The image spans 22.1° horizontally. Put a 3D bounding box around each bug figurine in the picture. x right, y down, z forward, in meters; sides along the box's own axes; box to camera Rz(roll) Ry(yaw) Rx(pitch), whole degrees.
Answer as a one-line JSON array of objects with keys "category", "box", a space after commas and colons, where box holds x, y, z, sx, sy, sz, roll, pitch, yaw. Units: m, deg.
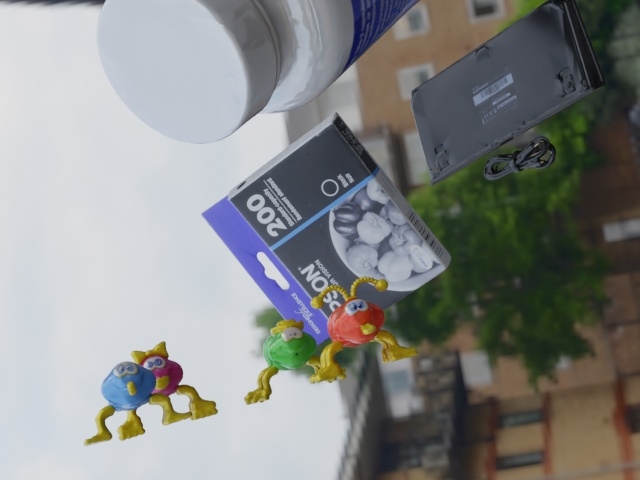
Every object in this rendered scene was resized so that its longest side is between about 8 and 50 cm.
[{"category": "bug figurine", "box": [-0.072, 0.102, 1.355, 0.216, 0.279, 0.072, 141, 114, -74]}]

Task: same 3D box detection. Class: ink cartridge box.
[{"category": "ink cartridge box", "box": [0.000, 0.000, 1.802, 0.206, 0.208, 0.045, 51, -156, -8]}]

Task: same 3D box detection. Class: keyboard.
[{"category": "keyboard", "box": [0.138, -0.096, 1.211, 0.023, 0.180, 0.108, -1, -109, -38]}]

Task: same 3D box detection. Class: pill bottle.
[{"category": "pill bottle", "box": [-0.023, -0.177, 1.072, 0.272, 0.152, 0.152, -47, -50, -44]}]
